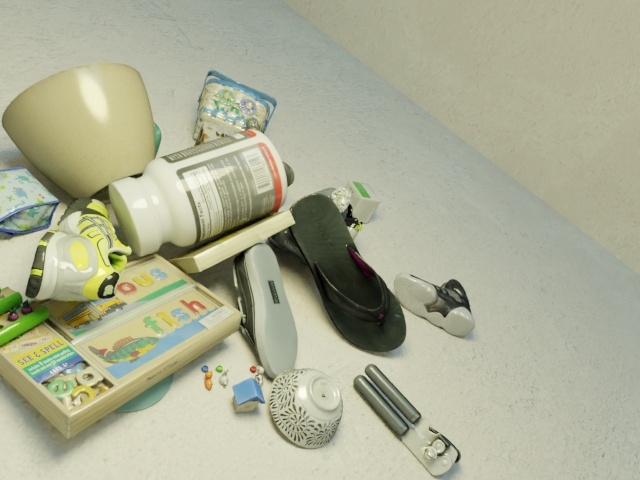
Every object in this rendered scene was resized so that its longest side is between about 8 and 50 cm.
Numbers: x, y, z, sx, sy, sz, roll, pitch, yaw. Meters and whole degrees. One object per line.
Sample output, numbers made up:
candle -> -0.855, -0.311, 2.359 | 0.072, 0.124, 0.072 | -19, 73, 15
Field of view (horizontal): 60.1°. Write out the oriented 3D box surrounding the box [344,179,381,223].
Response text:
box -> 0.126, -0.127, 1.836 | 0.087, 0.102, 0.101 | 6, 39, -36

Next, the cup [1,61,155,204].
cup -> -0.524, -0.223, 1.301 | 0.331, 0.331, 0.237 | -25, 86, -52

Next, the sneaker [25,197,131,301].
sneaker -> -0.454, 0.027, 1.089 | 0.147, 0.145, 0.385 | 17, 18, -18

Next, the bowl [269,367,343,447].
bowl -> -0.011, 0.322, 1.119 | 0.170, 0.080, 0.170 | 25, 41, -24

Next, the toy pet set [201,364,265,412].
toy pet set -> -0.161, 0.279, 1.101 | 0.122, 0.065, 0.114 | 7, 40, -31

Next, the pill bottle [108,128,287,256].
pill bottle -> -0.277, -0.110, 1.274 | 0.363, 0.210, 0.210 | -24, 59, -27

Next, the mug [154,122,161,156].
mug -> -0.526, -0.294, 1.548 | 0.157, 0.097, 0.129 | -2, 45, -40

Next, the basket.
basket -> -0.280, -0.427, 1.824 | 0.254, 0.201, 0.289 | 20, 44, -14

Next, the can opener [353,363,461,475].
can opener -> 0.188, 0.397, 1.232 | 0.280, 0.074, 0.093 | 45, 1, 18

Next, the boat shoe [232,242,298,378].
boat shoe -> -0.139, 0.162, 1.238 | 0.113, 0.105, 0.306 | 3, 65, -52

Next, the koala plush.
koala plush -> -0.002, -0.045, 1.475 | 0.203, 0.221, 0.196 | 33, -8, -6

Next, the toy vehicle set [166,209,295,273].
toy vehicle set -> -0.210, 0.003, 1.286 | 0.267, 0.166, 0.035 | -29, 103, -34

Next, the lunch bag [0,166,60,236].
lunch bag -> -0.657, -0.078, 1.159 | 0.129, 0.096, 0.151 | 39, 24, 12

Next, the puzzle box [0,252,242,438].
puzzle box -> -0.381, 0.164, 1.047 | 0.272, 0.052, 0.409 | 30, 31, 21

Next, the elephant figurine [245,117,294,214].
elephant figurine -> -0.161, -0.183, 1.555 | 0.186, 0.239, 0.169 | 19, 34, -18

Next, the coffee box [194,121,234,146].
coffee box -> -0.305, -0.208, 1.569 | 0.098, 0.141, 0.246 | 13, 36, -24

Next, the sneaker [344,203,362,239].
sneaker -> 0.060, -0.074, 1.676 | 0.084, 0.097, 0.235 | 34, 10, -41

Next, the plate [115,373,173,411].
plate -> -0.366, 0.233, 1.038 | 0.188, 0.024, 0.188 | 21, 34, -15

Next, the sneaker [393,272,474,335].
sneaker -> 0.334, 0.160, 1.625 | 0.268, 0.101, 0.153 | 34, 32, -5

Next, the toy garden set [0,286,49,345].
toy garden set -> -0.620, 0.109, 0.912 | 0.244, 0.049, 0.204 | 21, 30, 19

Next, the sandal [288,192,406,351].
sandal -> 0.064, 0.092, 1.340 | 0.446, 0.167, 0.107 | 57, -12, -7
